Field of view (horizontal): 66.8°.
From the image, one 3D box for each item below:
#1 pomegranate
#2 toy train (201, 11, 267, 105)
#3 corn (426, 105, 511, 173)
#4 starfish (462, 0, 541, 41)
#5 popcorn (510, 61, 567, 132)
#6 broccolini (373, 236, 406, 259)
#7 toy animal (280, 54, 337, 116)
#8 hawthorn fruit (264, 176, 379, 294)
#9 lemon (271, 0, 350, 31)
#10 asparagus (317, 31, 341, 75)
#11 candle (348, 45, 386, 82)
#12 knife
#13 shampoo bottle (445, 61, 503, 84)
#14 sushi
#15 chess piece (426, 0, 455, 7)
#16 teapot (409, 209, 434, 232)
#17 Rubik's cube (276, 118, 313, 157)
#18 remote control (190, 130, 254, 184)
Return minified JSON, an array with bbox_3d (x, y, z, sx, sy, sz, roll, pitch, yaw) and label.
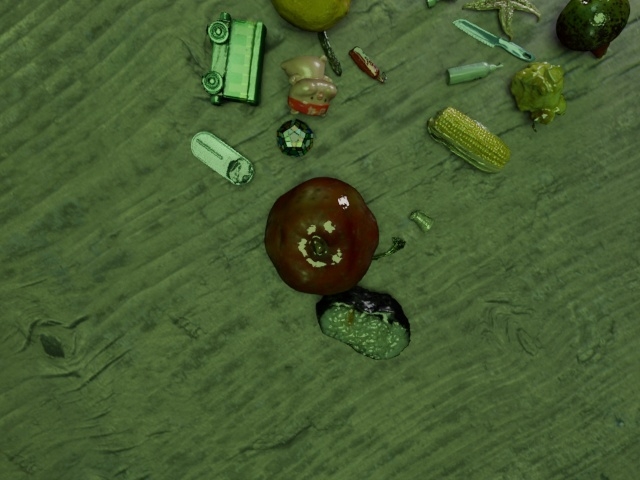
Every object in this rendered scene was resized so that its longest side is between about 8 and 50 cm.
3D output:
[{"bbox_3d":[0.897,-0.699,1.595,0.214,0.214,0.248,-41,133,5],"label":"pomegranate"},{"bbox_3d":[-0.290,-0.602,1.639,0.202,0.120,0.301,7,97,-4],"label":"toy train"},{"bbox_3d":[0.511,-0.347,1.672,0.305,0.122,0.123,37,124,-2],"label":"corn"},{"bbox_3d":[0.622,-0.780,1.641,0.247,0.050,0.138,33,98,-1],"label":"starfish"},{"bbox_3d":[0.729,-0.492,1.632,0.168,0.173,0.195,2,130,36],"label":"popcorn"},{"bbox_3d":[0.221,0.050,1.752,0.194,0.054,0.052,-28,130,-3],"label":"broccolini"},{"bbox_3d":[-0.041,-0.513,1.629,0.171,0.171,0.198,-10,91,2],"label":"toy animal"},{"bbox_3d":[0.000,0.000,1.581,0.402,0.403,0.403,0,98,0],"label":"hawthorn fruit"},{"bbox_3d":[-0.039,-0.808,1.546,0.310,0.253,0.253,32,97,3],"label":"lemon"},{"bbox_3d":[0.035,-0.642,1.673,0.036,0.030,0.165,-28,96,-7],"label":"asparagus"},{"bbox_3d":[0.165,-0.602,1.676,0.162,0.048,0.053,44,130,-5],"label":"candle"},{"bbox_3d":[0.597,-0.688,1.671,0.313,0.019,0.045,27,100,-1],"label":"knife"},{"bbox_3d":[0.532,-0.580,1.664,0.195,0.056,0.056,-11,97,3],"label":"shampoo bottle"},{"bbox_3d":[0.152,0.279,1.721,0.350,0.171,0.211,20,116,-5],"label":"sushi"},{"bbox_3d":[0.408,-0.823,1.632,0.103,0.067,0.067,-19,97,12],"label":"chess piece"},{"bbox_3d":[0.362,-0.075,1.737,0.083,0.057,0.067,37,59,-1],"label":"teapot"},{"bbox_3d":[-0.088,-0.352,1.671,0.111,0.133,0.133,-18,98,-23],"label":"Rubik's cube"},{"bbox_3d":[-0.344,-0.290,1.712,0.247,0.052,0.104,37,98,-5],"label":"remote control"}]
